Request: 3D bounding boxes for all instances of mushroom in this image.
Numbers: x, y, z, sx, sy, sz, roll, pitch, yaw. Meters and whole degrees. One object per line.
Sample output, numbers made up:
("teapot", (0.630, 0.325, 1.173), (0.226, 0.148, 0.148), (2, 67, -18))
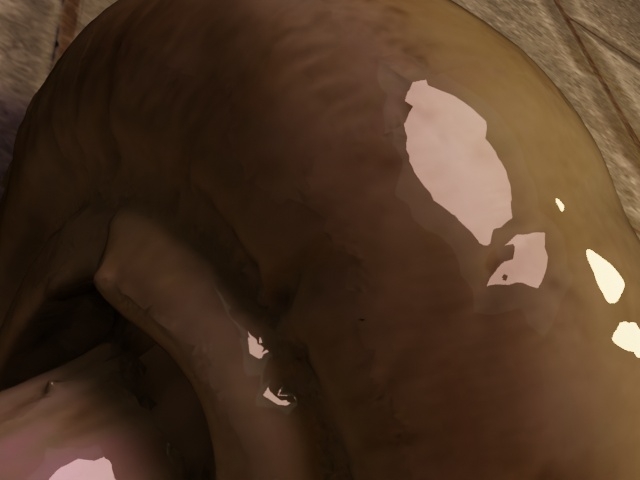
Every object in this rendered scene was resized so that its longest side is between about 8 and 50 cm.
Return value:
("mushroom", (-0.033, 0.057, 0.474), (0.234, 0.254, 0.260), (-13, 92, -39))
